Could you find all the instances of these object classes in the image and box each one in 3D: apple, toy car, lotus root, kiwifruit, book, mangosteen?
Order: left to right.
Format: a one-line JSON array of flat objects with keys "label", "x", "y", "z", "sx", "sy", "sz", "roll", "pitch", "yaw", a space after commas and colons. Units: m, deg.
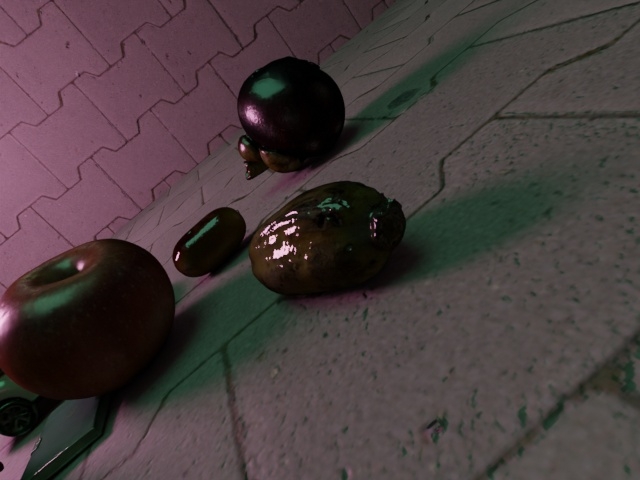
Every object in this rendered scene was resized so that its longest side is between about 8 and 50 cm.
[{"label": "toy car", "x": -0.409, "y": 0.157, "z": 0.686, "sx": 0.306, "sy": 0.125, "sz": 0.136, "roll": -46, "pitch": 22, "yaw": -13}, {"label": "book", "x": -0.290, "y": 0.215, "z": 0.521, "sx": 0.103, "sy": 0.017, "sz": 0.135, "roll": -39, "pitch": 21, "yaw": -6}, {"label": "apple", "x": -0.270, "y": 0.096, "z": 0.534, "sx": 0.201, "sy": 0.162, "sz": 0.201, "roll": -13, "pitch": 29, "yaw": 7}, {"label": "kiwifruit", "x": -0.163, "y": 0.002, "z": 0.664, "sx": 0.124, "sy": 0.075, "sz": 0.075, "roll": -47, "pitch": 22, "yaw": -9}, {"label": "mangosteen", "x": -0.062, "y": -0.201, "z": 0.787, "sx": 0.194, "sy": 0.194, "sz": 0.230, "roll": -116, "pitch": 48, "yaw": -68}, {"label": "lotus root", "x": 0.000, "y": 0.000, "z": 0.390, "sx": 0.081, "sy": 0.089, "sz": 0.179, "roll": -9, "pitch": -7, "yaw": -43}]

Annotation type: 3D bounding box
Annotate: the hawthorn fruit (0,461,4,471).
[{"label": "hawthorn fruit", "x": -0.456, "y": 0.259, "z": 0.345, "sx": 0.295, "sy": 0.295, "sz": 0.311, "roll": -24, "pitch": 30, "yaw": 34}]
